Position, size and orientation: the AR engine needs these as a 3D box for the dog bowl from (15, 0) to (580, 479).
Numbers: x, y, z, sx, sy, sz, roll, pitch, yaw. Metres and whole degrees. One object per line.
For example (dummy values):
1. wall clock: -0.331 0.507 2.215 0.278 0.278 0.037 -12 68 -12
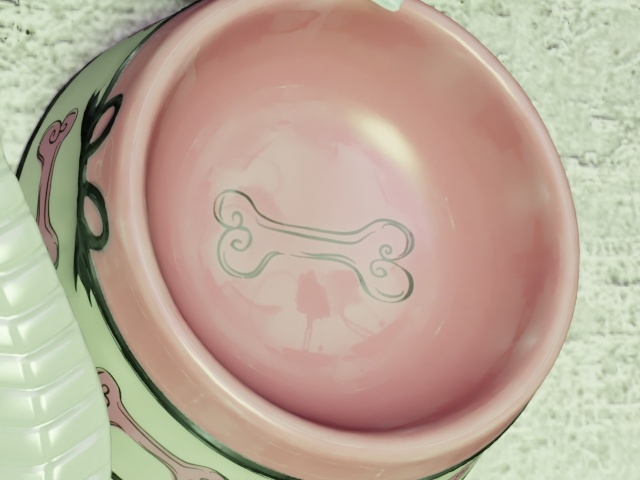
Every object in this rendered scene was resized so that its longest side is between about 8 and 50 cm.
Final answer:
1. dog bowl: 0.000 0.000 1.115 0.408 0.150 0.408 9 68 -23

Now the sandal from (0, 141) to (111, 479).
1. sandal: -0.234 0.061 1.003 0.169 0.102 0.416 -12 95 -25

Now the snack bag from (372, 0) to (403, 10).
1. snack bag: -0.043 -0.330 1.192 0.342 0.037 0.323 33 36 -5
